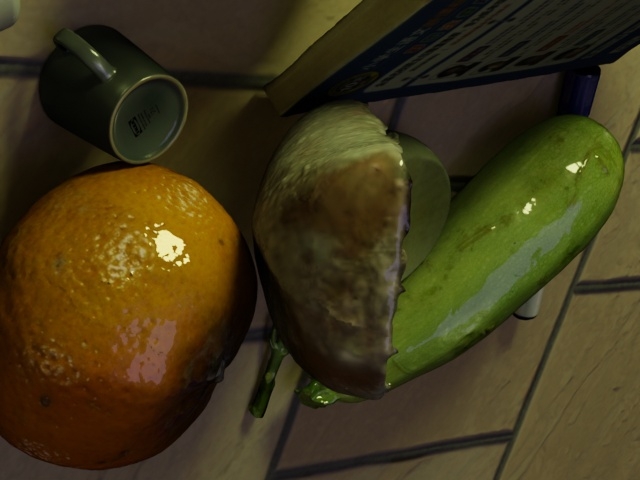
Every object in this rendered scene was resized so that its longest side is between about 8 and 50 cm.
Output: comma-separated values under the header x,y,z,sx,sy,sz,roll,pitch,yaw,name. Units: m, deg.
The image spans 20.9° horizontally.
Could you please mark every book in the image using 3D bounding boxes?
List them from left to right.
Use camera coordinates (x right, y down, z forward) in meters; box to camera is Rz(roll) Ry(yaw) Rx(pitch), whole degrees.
x,y,z,sx,sy,sz,roll,pitch,yaw,name
0.196,-0.197,1.367,0.428,0.039,0.300,-13,166,-42,book

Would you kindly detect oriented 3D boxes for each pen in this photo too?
x,y,z,sx,sy,sz,roll,pitch,yaw,name
0.222,-0.044,1.656,0.033,0.033,0.269,-16,128,-39,pen

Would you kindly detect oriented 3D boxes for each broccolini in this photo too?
x,y,z,sx,sy,sz,roll,pitch,yaw,name
-0.034,0.090,1.491,0.035,0.030,0.140,-62,171,-63,broccolini

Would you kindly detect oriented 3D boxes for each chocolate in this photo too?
x,y,z,sx,sy,sz,roll,pitch,yaw,name
0.000,0.000,1.243,0.100,0.303,0.185,-1,102,-4,chocolate

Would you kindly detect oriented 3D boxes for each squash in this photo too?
x,y,z,sx,sy,sz,roll,pitch,yaw,name
0.132,0.030,1.543,0.370,0.118,0.118,-44,141,-11,squash

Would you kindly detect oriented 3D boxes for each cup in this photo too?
x,y,z,sx,sy,sz,roll,pitch,yaw,name
-0.145,-0.104,1.184,0.078,0.077,0.100,-49,141,-9,cup

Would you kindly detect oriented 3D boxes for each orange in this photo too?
x,y,z,sx,sy,sz,roll,pitch,yaw,name
-0.140,0.058,1.215,0.224,0.170,0.224,-49,158,-28,orange

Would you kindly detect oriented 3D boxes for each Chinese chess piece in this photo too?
x,y,z,sx,sy,sz,roll,pitch,yaw,name
0.044,-0.024,1.461,0.144,0.058,0.144,-26,134,-30,Chinese chess piece

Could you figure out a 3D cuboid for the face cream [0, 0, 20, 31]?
x,y,z,sx,sy,sz,roll,pitch,yaw,name
-0.237,-0.148,1.044,0.095,0.091,0.091,-28,135,-21,face cream
